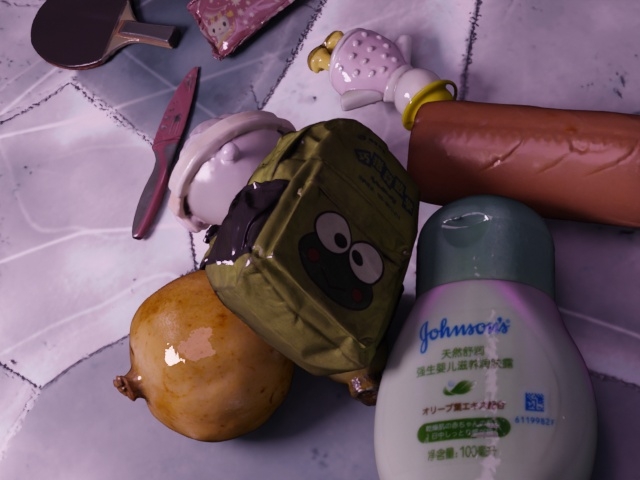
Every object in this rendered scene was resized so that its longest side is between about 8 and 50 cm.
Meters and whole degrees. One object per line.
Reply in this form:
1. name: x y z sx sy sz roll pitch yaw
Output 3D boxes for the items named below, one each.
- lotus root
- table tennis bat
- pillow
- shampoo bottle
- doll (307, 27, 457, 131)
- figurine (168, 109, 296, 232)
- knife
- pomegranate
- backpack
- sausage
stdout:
1. lotus root: 0.018 0.095 1.629 0.090 0.077 0.183 -32 56 1
2. table tennis bat: -0.280 -0.274 1.965 0.220 0.019 0.130 11 69 26
3. pillow: -0.076 -0.311 1.900 0.185 0.043 0.118 -37 58 8
4. shampoo bottle: 0.165 0.117 1.524 0.221 0.151 0.350 -8 60 23
5. doll: 0.079 -0.185 1.757 0.207 0.081 0.129 32 64 27
6. figurine: -0.089 -0.068 1.668 0.162 0.237 0.141 -40 65 -1
7. knife: -0.189 -0.109 1.849 0.035 0.018 0.247 3 61 24
8. pomegranate: -0.126 0.124 1.607 0.196 0.196 0.196 -8 61 15
9. backpack: 0.000 0.000 1.532 0.140 0.207 0.253 -19 35 46
10. sausage: 0.242 -0.083 1.622 0.304 0.121 0.121 7 66 20
